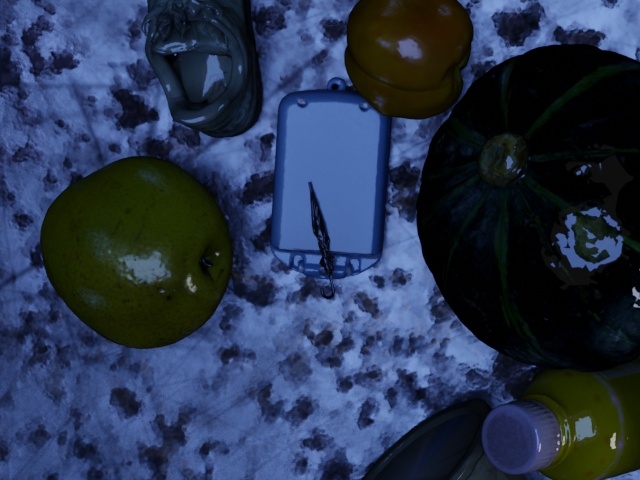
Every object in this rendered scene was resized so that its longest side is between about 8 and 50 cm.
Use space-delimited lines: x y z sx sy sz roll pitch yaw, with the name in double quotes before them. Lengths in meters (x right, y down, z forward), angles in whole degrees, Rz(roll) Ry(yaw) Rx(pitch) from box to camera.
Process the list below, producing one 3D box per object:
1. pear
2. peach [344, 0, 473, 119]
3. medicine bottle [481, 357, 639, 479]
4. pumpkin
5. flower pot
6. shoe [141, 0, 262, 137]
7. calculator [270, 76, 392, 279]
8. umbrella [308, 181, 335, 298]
"pear" -0.181 0.013 1.697 0.198 0.198 0.198 1 96 6
"peach" 0.086 -0.191 1.668 0.138 0.138 0.138 1 96 6
"medicine bottle" 0.245 0.179 1.633 0.122 0.212 0.121 3 94 41
"pumpkin" 0.226 -0.037 1.590 0.315 0.238 0.315 -14 68 38
"flower pot" 0.145 0.304 1.686 0.212 0.212 0.202 -37 101 8
"shoe" -0.129 -0.243 1.678 0.109 0.149 0.292 -13 95 9
"calculator" 0.011 -0.064 1.734 0.121 0.039 0.210 3 96 5
"umbrella" 0.003 0.000 1.714 0.022 0.013 0.122 -5 96 28
